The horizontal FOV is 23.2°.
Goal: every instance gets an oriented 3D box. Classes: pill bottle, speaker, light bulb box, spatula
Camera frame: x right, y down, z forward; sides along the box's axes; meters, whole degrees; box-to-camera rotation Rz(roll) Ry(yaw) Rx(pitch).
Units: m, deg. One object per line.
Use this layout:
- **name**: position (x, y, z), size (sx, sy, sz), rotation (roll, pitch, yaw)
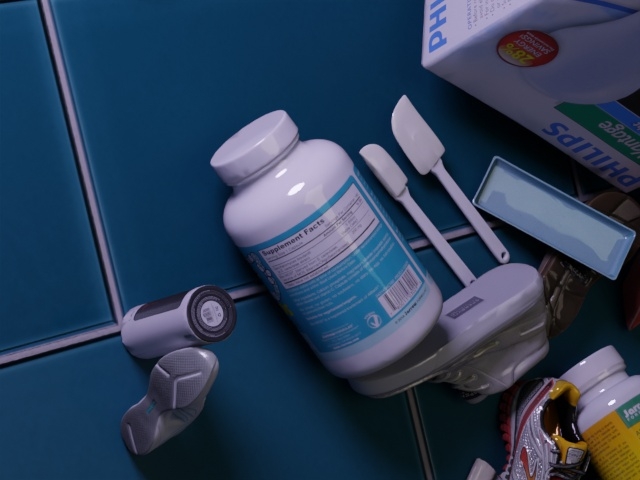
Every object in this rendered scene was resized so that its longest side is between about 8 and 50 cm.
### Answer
- **pill bottle**: position (0.363, 0.230, 1.804), size (0.117, 0.117, 0.208), rotation (-21, 71, -37)
- **speaker**: position (-0.135, 0.079, 1.472), size (0.055, 0.136, 0.055), rotation (7, 76, -32)
- **pill bottle**: position (0.000, 0.000, 1.578), size (0.146, 0.146, 0.264), rotation (-46, 110, -32)
- **light bulb box**: position (0.360, -0.274, 1.726), size (0.358, 0.361, 0.225), rotation (27, 53, -31)
- **spatula**: position (0.111, -0.018, 1.741), size (0.242, 0.019, 0.168), rotation (52, 60, -25)

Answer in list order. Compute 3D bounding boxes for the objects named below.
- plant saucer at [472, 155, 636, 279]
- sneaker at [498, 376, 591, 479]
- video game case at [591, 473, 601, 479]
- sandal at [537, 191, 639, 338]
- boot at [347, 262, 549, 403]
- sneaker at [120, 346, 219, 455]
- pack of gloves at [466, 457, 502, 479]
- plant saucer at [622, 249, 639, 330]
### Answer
- **plant saucer**: position (0.271, -0.025, 1.816), size (0.192, 0.018, 0.067), rotation (28, 75, -3)
- **sneaker**: position (0.252, 0.260, 1.748), size (0.088, 0.092, 0.225), rotation (13, 68, -35)
- **video game case**: position (0.425, 0.350, 1.913), size (0.210, 0.042, 0.232), rotation (-42, 108, -33)
- **sandal**: position (0.304, 0.028, 1.862), size (0.090, 0.060, 0.219), rotation (43, 74, -17)
- **boot**: position (0.151, 0.135, 1.708), size (0.258, 0.095, 0.123), rotation (-28, 120, -22)
- **sneaker**: position (-0.133, 0.144, 1.470), size (0.061, 0.152, 0.054), rotation (-16, 65, -46)
- **pack of gloves**: position (0.205, 0.393, 1.741), size (0.195, 0.046, 0.232), rotation (40, 62, -25)
- **plant saucer**: position (0.477, -0.038, 1.917), size (0.048, 0.259, 0.258), rotation (41, 51, 23)
